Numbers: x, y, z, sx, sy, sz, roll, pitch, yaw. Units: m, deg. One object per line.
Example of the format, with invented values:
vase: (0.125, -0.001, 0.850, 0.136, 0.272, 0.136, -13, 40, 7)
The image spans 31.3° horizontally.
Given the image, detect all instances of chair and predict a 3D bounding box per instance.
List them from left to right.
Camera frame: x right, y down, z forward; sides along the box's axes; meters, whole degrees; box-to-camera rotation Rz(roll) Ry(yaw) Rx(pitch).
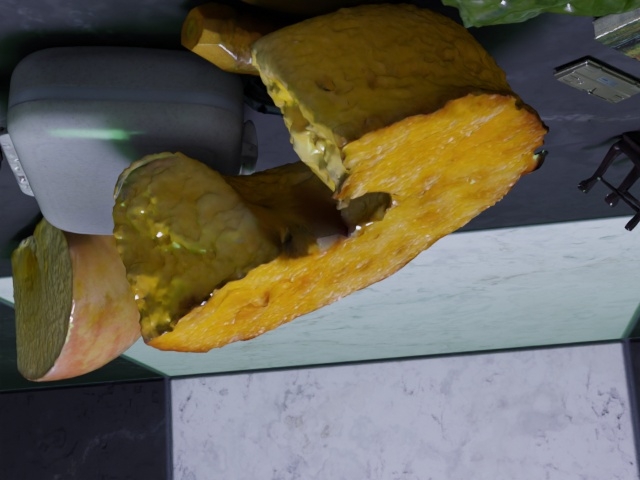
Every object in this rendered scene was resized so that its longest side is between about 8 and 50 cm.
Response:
chair: (0.480, -0.114, 1.550, 0.229, 0.113, 0.106, -51, 145, 17)

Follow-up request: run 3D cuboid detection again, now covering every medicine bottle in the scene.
medicine bottle: (-0.215, -0.104, 1.322, 0.282, 0.123, 0.375, 3, 162, -6)

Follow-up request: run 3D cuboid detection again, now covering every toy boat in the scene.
toy boat: (-0.020, -0.160, 1.276, 0.140, 0.059, 0.066, 0, 152, 7)

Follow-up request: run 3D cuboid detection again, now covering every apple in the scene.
apple: (-0.362, 0.063, 1.788, 0.252, 0.314, 0.309, 48, 144, -15)

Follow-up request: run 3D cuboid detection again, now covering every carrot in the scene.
carrot: (0.008, -0.190, 1.177, 0.314, 0.066, 0.066, 4, 163, -33)

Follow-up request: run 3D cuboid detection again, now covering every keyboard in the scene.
keyboard: (0.330, -0.188, 1.347, 0.129, 0.015, 0.049, 12, 154, -43)

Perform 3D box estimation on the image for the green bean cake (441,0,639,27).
green bean cake: (0.204, -0.259, 0.783, 0.249, 0.156, 0.247, -4, 166, 1)

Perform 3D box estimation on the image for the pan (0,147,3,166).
pan: (-0.385, -0.110, 1.283, 0.048, 0.128, 0.202, -15, 170, -12)

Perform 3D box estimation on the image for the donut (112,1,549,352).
donut: (0.009, -0.065, 1.150, 0.435, 0.163, 0.377, -40, 157, 32)

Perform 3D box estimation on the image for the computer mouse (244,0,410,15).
computer mouse: (0.000, -0.242, 0.996, 0.245, 0.056, 0.126, 5, 162, -23)

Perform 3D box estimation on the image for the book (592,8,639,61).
book: (0.418, -0.223, 1.218, 0.228, 0.024, 0.160, 12, 156, -44)
